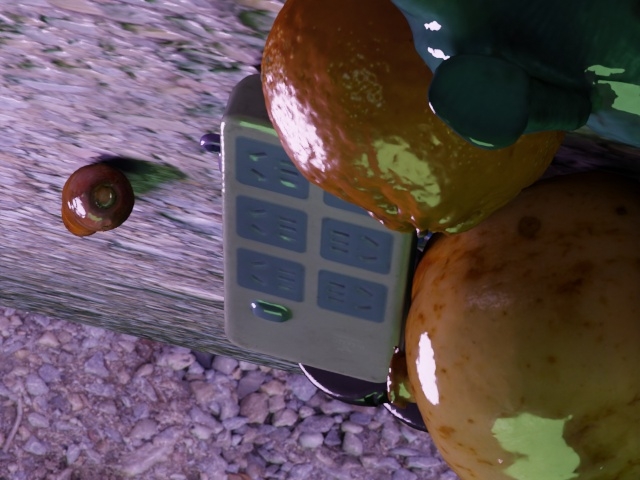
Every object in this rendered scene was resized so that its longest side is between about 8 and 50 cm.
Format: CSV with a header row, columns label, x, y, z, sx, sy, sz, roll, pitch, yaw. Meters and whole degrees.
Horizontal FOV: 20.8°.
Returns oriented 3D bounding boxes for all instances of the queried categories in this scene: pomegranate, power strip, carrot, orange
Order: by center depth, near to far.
label,x,y,z,sx,sy,sz,roll,pitch,yaw
orange,0.041,-0.063,0.743,0.136,0.117,0.135,11,164,3
pomegranate,0.141,0.058,1.050,0.215,0.215,0.215,14,171,2
power strip,0.000,0.000,1.064,0.118,0.046,0.270,12,145,6
carrot,-0.197,-0.030,1.491,0.059,0.059,0.248,16,173,-11

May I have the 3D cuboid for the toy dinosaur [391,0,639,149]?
label,x,y,z,sx,sy,sz,roll,pitch,yaw
toy dinosaur,0.113,-0.076,0.674,0.384,0.129,0.331,15,180,2

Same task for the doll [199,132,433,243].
label,x,y,z,sx,sy,sz,roll,pitch,yaw
doll,0.016,-0.034,1.116,0.206,0.067,0.110,20,158,-24

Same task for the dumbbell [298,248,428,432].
label,x,y,z,sx,sy,sz,roll,pitch,yaw
dumbbell,0.075,0.084,1.490,0.143,0.143,0.325,8,169,32
